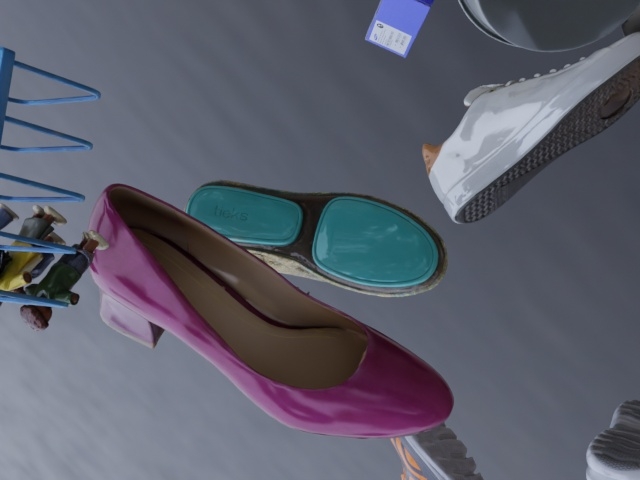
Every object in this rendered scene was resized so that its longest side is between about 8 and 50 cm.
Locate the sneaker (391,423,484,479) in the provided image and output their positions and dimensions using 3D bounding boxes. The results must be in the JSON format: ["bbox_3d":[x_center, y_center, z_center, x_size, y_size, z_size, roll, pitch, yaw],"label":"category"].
[{"bbox_3d":[0.141,0.376,1.671,0.124,0.180,0.321,16,-148,-49],"label":"sneaker"}]

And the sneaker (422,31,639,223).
[{"bbox_3d":[0.229,-0.150,1.317,0.106,0.290,0.123,30,-153,-59],"label":"sneaker"}]

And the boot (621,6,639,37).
[{"bbox_3d":[0.519,-0.280,1.832,0.112,0.305,0.115,-12,121,27],"label":"boot"}]

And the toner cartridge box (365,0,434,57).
[{"bbox_3d":[0.176,-0.470,1.879,0.075,0.348,0.165,24,158,-3],"label":"toner cartridge box"}]

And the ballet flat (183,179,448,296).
[{"bbox_3d":[0.000,0.000,1.499,0.348,0.123,0.123,12,141,21],"label":"ballet flat"}]

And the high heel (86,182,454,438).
[{"bbox_3d":[-0.047,0.071,1.143,0.377,0.127,0.181,16,142,5],"label":"high heel"}]

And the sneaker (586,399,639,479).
[{"bbox_3d":[0.342,0.246,1.292,0.105,0.281,0.115,15,104,34],"label":"sneaker"}]

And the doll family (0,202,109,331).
[{"bbox_3d":[-0.269,0.024,1.030,0.193,0.111,0.076,2,143,52],"label":"doll family"}]

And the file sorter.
[{"bbox_3d":[-0.239,-0.040,0.888,0.118,0.170,0.104,2,171,39],"label":"file sorter"}]

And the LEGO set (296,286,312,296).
[{"bbox_3d":[-0.013,0.084,1.477,0.054,0.023,0.083,30,146,19],"label":"LEGO set"}]

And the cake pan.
[{"bbox_3d":[0.324,-0.375,1.637,0.054,0.293,0.293,-102,-7,-50],"label":"cake pan"}]
